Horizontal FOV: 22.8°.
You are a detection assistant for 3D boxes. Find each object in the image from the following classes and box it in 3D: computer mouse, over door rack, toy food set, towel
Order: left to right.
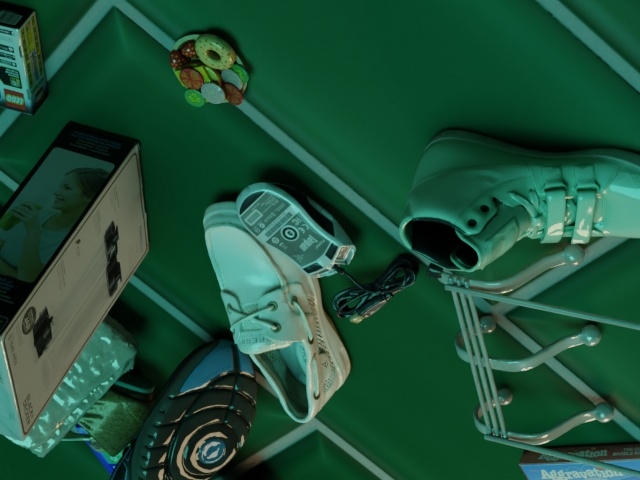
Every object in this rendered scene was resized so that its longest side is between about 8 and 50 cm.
[{"bbox_3d":[-0.363,0.098,1.823,0.282,0.049,0.187,44,94,-7],"label":"towel"},{"bbox_3d":[-0.107,-0.163,1.526,0.083,0.020,0.083,-7,128,33],"label":"toy food set"},{"bbox_3d":[0.000,0.000,1.616,0.193,0.042,0.106,41,127,-13],"label":"computer mouse"},{"bbox_3d":[0.272,0.133,1.532,0.324,0.108,0.240,22,143,40],"label":"over door rack"}]

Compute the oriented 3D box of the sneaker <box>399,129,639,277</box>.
[{"bbox_3d":[0.197,-0.012,1.415,0.255,0.151,0.094,10,134,18],"label":"sneaker"}]

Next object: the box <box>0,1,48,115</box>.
[{"bbox_3d":[-0.384,-0.204,1.624,0.207,0.036,0.114,15,137,14],"label":"box"}]

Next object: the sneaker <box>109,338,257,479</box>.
[{"bbox_3d":[-0.188,0.253,1.854,0.125,0.139,0.341,18,105,-32],"label":"sneaker"}]

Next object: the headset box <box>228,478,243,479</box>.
[{"bbox_3d":[-0.105,0.471,1.929,0.110,0.293,0.218,-13,138,37],"label":"headset box"}]

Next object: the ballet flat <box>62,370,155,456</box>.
[{"bbox_3d":[-0.368,0.166,1.913,0.342,0.116,0.124,24,96,-1],"label":"ballet flat"}]

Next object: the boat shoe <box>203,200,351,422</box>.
[{"bbox_3d":[-0.052,0.082,1.686,0.098,0.096,0.277,-6,128,34],"label":"boat shoe"}]

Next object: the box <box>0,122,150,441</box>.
[{"bbox_3d":[-0.280,0.038,1.621,0.087,0.290,0.169,17,140,15],"label":"box"}]

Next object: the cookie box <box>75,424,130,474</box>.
[{"bbox_3d":[-0.243,0.258,2.010,0.091,0.040,0.107,-7,129,33],"label":"cookie box"}]

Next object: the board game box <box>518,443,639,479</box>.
[{"bbox_3d":[0.368,0.273,1.705,0.281,0.027,0.145,-8,129,34],"label":"board game box"}]
